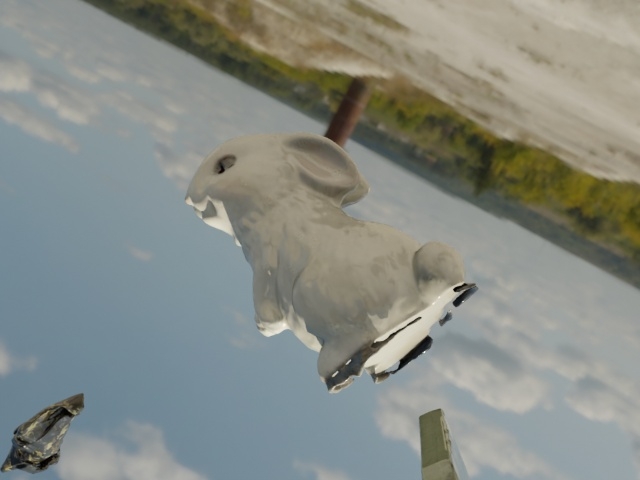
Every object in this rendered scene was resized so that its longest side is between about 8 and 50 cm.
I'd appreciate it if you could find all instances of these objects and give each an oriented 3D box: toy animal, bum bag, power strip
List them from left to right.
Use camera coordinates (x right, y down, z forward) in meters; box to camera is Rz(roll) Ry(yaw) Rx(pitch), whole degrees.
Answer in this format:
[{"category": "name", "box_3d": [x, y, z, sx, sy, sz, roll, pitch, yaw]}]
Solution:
[{"category": "bum bag", "box_3d": [-0.441, 0.310, 1.717, 0.102, 0.248, 0.069, -4, -122, -27]}, {"category": "toy animal", "box_3d": [0.000, 0.000, 1.328, 0.357, 0.258, 0.194, 55, -167, 19]}, {"category": "power strip", "box_3d": [0.102, 0.191, 0.871, 0.227, 0.029, 0.080, -37, -74, -84]}]
